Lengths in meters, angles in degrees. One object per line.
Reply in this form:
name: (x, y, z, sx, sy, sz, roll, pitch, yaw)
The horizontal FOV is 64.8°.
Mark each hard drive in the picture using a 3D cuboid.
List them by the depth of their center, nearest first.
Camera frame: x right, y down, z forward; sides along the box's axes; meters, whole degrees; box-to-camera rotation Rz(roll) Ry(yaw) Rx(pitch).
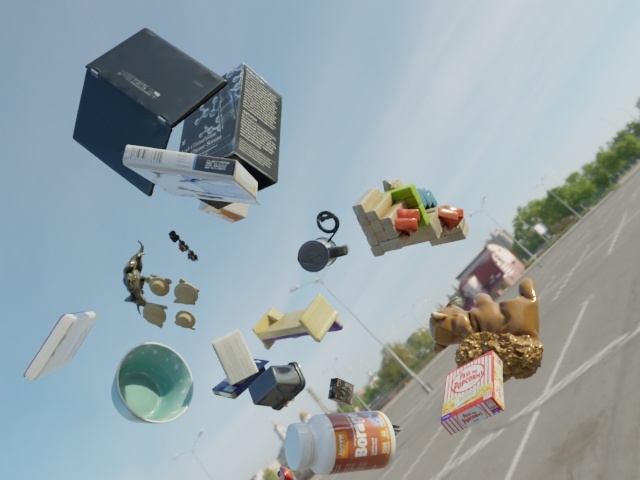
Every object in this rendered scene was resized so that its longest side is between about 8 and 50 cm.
hard drive: (-0.833, 0.331, 1.646, 0.210, 0.040, 0.319, -61, 6, -11)

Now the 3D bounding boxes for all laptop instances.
laptop: (-0.584, -0.439, 1.702, 0.408, 0.382, 0.236, -49, -13, -25)

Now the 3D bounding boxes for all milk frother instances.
milk frother: (0.000, 0.000, 1.345, 0.129, 0.143, 0.135, -28, -2, 11)

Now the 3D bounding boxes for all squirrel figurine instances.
squirrel figurine: (0.574, 0.342, 1.797, 0.397, 0.371, 0.280, -71, -22, -55)

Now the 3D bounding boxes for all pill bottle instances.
pill bottle: (0.040, 0.431, 1.075, 0.216, 0.121, 0.121, 5, -41, -24)

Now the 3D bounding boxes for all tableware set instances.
tableware set: (-0.382, 0.162, 1.292, 0.020, 0.141, 0.168, -68, -6, -65)

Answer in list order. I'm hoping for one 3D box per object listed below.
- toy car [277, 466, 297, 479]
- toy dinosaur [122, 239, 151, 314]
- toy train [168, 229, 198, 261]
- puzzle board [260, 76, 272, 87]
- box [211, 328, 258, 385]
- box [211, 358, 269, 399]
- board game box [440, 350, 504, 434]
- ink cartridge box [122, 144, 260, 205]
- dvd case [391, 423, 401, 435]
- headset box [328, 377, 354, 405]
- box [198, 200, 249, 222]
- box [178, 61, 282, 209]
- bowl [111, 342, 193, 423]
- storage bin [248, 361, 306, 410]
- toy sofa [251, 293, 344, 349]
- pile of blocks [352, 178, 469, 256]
toy car: (-0.102, 0.818, 1.544, 0.053, 0.238, 0.225, -5, -23, -25)
toy dinosaur: (-0.796, 0.146, 2.140, 0.121, 0.313, 0.160, -1, -27, -43)
toy train: (-0.532, 0.026, 1.956, 0.036, 0.158, 0.027, -42, 23, -10)
puzzle board: (-0.218, -0.594, 2.042, 0.011, 0.096, 0.128, -46, -1, -23)
box: (-0.342, 0.456, 1.994, 0.119, 0.181, 0.181, -24, -2, -14)
box: (-0.320, 0.566, 2.080, 0.137, 0.036, 0.225, -5, 21, 43)
board game box: (0.371, 0.367, 1.229, 0.147, 0.045, 0.193, -38, 5, 26)
ink cartridge box: (-0.342, -0.177, 1.427, 0.307, 0.304, 0.072, 47, -130, -82)
dvd case: (0.105, 0.577, 1.451, 0.165, 0.018, 0.221, 17, -51, -19)
headset box: (0.065, 0.457, 1.519, 0.032, 0.083, 0.062, -22, 46, 43)
box: (-0.406, -0.152, 2.133, 0.171, 0.090, 0.130, 22, -21, -31)
box: (-0.312, -0.357, 1.755, 0.294, 0.395, 0.212, -20, -35, 32)
bowl: (-0.659, 0.561, 1.909, 0.163, 0.311, 0.312, -36, -11, 31)
storage bin: (-0.119, 0.387, 1.324, 0.091, 0.098, 0.135, 18, -57, -46)
toy sofa: (-0.091, 0.349, 2.002, 0.363, 0.177, 0.150, -21, 21, 48)
pile of blocks: (0.210, -0.061, 1.012, 0.113, 0.148, 0.362, -15, -5, 36)
